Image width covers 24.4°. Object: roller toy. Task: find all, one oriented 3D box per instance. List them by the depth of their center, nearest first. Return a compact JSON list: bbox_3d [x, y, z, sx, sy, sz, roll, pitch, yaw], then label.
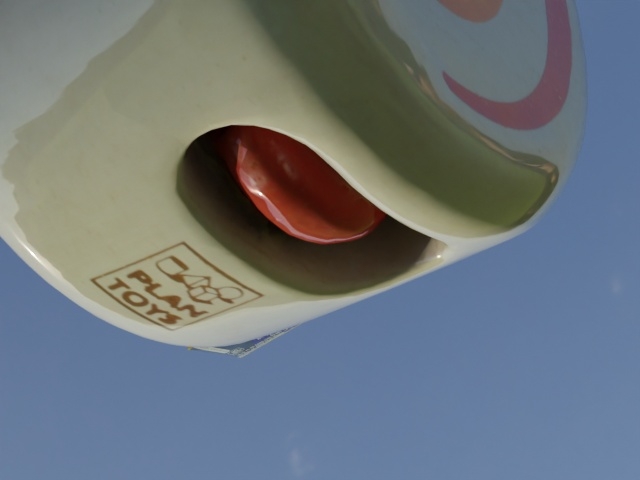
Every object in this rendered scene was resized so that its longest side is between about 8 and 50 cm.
[{"bbox_3d":[-0.024,-0.070,0.448,0.146,0.191,0.209,-23,5,31],"label":"roller toy"}]

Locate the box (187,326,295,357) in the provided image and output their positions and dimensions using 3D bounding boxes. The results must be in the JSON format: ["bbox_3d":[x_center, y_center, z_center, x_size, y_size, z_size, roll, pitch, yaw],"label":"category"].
[{"bbox_3d":[0.000,0.000,0.782,0.169,0.054,0.059,-31,-22,20],"label":"box"}]
